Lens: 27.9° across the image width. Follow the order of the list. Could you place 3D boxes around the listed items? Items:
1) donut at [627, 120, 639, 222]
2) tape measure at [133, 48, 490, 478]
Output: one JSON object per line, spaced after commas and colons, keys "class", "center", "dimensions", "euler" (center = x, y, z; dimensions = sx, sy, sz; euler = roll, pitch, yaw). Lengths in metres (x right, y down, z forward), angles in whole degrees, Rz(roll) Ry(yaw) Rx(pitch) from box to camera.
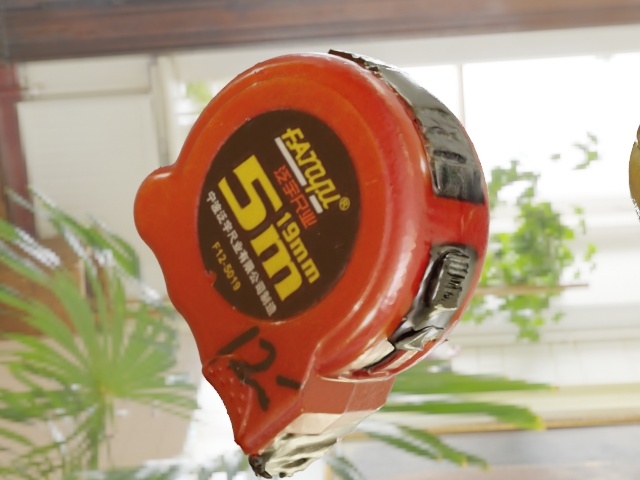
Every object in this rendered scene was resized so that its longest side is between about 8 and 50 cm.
{"class": "donut", "center": [0.398, -0.060, 0.884], "dimensions": [0.170, 0.360, 0.360], "euler": [-94, 178, -52]}
{"class": "tape measure", "center": [0.000, -0.001, 0.905], "dimensions": [0.114, 0.260, 0.253], "euler": [8, 46, -53]}
